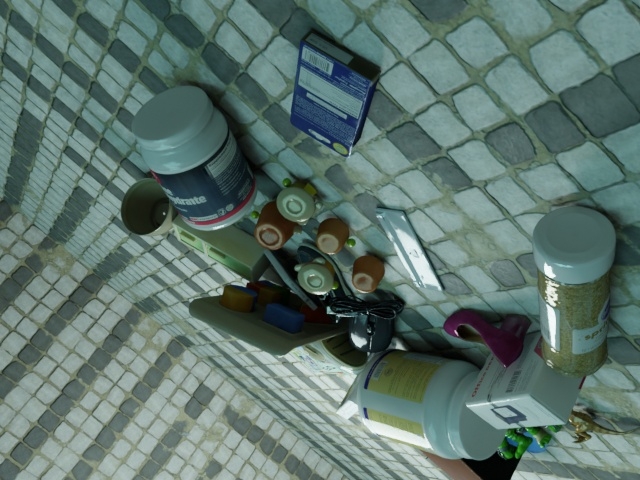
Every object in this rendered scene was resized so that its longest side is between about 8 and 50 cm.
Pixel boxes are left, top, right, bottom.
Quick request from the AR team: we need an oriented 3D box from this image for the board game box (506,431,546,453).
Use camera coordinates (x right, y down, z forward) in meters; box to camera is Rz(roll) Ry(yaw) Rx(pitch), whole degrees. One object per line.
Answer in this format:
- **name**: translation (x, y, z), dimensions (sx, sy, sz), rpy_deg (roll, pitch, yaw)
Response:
- **board game box**: translation (0.528, 0.509, 1.841), dimensions (0.168, 0.033, 0.133), rpy_deg (16, 144, 25)

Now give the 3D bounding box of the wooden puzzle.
- **wooden puzzle**: translation (-0.123, 0.184, 1.833), dimensions (0.322, 0.347, 0.081), rpy_deg (21, 106, 27)

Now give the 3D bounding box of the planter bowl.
- **planter bowl**: translation (-0.461, -0.083, 1.922), dimensions (0.162, 0.162, 0.109), rpy_deg (23, 178, 25)

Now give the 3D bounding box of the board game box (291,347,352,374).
- **board game box**: translation (-0.003, 0.347, 2.195), dimensions (0.213, 0.046, 0.317), rpy_deg (43, 153, -18)

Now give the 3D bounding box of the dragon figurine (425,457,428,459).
- **dragon figurine**: translation (0.310, 0.575, 2.150), dimensions (0.144, 0.085, 0.289), rpy_deg (25, 148, 26)

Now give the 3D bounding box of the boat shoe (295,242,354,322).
- **boat shoe**: translation (0.002, 0.110, 1.746), dimensions (0.095, 0.079, 0.255), rpy_deg (17, 148, 41)

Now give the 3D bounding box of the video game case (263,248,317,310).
- **video game case**: translation (-0.080, 0.101, 1.805), dimensions (0.143, 0.019, 0.157), rpy_deg (49, 180, -39)

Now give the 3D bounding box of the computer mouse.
- **computer mouse**: translation (0.120, 0.231, 1.760), dimensions (0.188, 0.072, 0.272), rpy_deg (2, 151, 8)

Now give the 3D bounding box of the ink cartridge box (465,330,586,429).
- **ink cartridge box**: translation (0.430, 0.289, 1.421), dimensions (0.100, 0.172, 0.237), rpy_deg (38, 154, -5)

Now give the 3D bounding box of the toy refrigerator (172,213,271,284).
- **toy refrigerator**: translation (-0.274, 0.009, 1.895), dimensions (0.269, 0.094, 0.102), rpy_deg (29, 154, 14)

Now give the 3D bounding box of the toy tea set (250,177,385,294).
- **toy tea set**: translation (0.000, 0.000, 1.570), dimensions (0.200, 0.124, 0.336), rpy_deg (-35, 107, 32)

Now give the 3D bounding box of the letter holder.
- **letter holder**: translation (0.393, 0.572, 1.979), dimensions (0.302, 0.152, 0.214), rpy_deg (45, 155, -18)

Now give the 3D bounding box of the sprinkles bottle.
- **sprinkles bottle**: translation (0.429, 0.098, 1.160), dimensions (0.121, 0.121, 0.355), rpy_deg (18, 150, 32)

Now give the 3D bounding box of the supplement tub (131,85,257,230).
- **supplement tub**: translation (-0.263, -0.171, 1.463), dimensions (0.191, 0.191, 0.272), rpy_deg (17, 149, 33)

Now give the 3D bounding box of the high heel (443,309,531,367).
- **high heel**: translation (0.338, 0.218, 1.477), dimensions (0.082, 0.117, 0.244), rpy_deg (48, 152, -25)

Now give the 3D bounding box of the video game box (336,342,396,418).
- **video game box**: translation (0.126, 0.394, 1.932), dimensions (0.048, 0.205, 0.187), rpy_deg (33, 155, 2)

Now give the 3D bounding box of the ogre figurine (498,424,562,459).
- **ogre figurine**: translation (0.501, 0.477, 1.738), dimensions (0.118, 0.097, 0.197), rpy_deg (42, 148, 2)

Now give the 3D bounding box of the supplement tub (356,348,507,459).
- **supplement tub**: translation (0.281, 0.411, 1.733), dimensions (0.331, 0.241, 0.241), rpy_deg (2, 139, 49)

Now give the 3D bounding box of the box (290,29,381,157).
- **box**: translation (0.018, -0.243, 1.176), dimensions (0.136, 0.036, 0.225), rpy_deg (32, 153, 8)

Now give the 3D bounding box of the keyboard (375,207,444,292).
- **keyboard**: translation (0.192, 0.024, 1.451), dimensions (0.072, 0.014, 0.256), rpy_deg (5, 142, 39)

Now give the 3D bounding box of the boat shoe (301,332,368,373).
- **boat shoe**: translation (0.022, 0.290, 1.945), dimensions (0.302, 0.113, 0.103), rpy_deg (37, 138, 38)

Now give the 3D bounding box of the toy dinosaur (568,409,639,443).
- **toy dinosaur**: translation (0.604, 0.418, 1.555), dimensions (0.211, 0.064, 0.112), rpy_deg (23, 150, 24)
